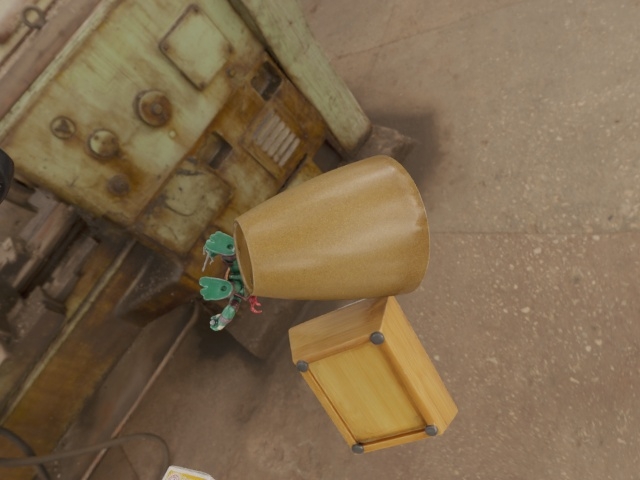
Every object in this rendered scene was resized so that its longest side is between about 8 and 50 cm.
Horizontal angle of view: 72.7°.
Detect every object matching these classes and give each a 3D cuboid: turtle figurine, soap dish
[{"bbox_3d":[-0.174,0.073,0.832,0.118,0.234,0.175,-11,75,-8],"label":"turtle figurine"},{"bbox_3d":[0.096,0.262,0.829,0.228,0.291,0.118,-25,14,23],"label":"soap dish"}]

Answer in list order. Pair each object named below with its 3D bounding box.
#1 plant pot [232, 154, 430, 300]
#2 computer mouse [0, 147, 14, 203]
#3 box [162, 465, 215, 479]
[{"bbox_3d":[0.000,0.000,0.690,0.254,0.237,0.237,-12,40,-21],"label":"plant pot"},{"bbox_3d":[-0.436,-0.044,0.508,0.242,0.071,0.041,-31,47,22],"label":"computer mouse"},{"bbox_3d":[-0.249,0.521,0.748,0.103,0.114,0.203,-4,40,27],"label":"box"}]
